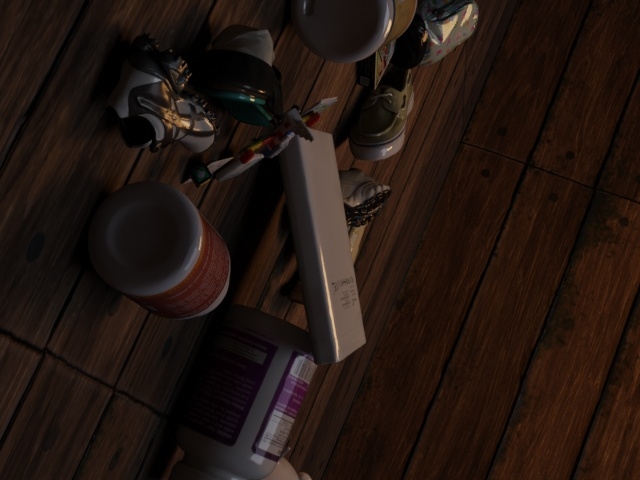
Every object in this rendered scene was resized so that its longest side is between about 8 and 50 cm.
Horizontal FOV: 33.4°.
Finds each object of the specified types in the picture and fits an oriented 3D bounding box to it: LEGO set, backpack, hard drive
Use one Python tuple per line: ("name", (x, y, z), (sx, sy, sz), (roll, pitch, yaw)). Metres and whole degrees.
("LEGO set", (-0.071, -0.107, 1.327), (0.182, 0.060, 0.244), (-33, 179, 19))
("backpack", (0.215, -0.418, 2.053), (0.182, 0.115, 0.152), (-37, 159, -26))
("hard drive", (0.004, 0.003, 1.677), (0.233, 0.047, 0.353), (-9, 90, -77))

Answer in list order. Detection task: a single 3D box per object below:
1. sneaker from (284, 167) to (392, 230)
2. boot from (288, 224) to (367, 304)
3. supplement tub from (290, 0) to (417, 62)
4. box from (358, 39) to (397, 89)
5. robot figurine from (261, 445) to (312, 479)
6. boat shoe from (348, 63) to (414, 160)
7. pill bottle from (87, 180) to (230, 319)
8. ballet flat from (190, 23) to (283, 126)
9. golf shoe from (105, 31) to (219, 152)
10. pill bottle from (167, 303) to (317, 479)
("sneaker", (0.015, -0.069, 1.921), (0.271, 0.108, 0.100), (-21, 147, -53))
("boot", (0.022, 0.028, 2.083), (0.262, 0.095, 0.204), (-20, 130, -77))
("supplement tub", (0.054, -0.336, 1.495), (0.200, 0.144, 0.144), (-46, 154, -62))
("box", (0.104, -0.377, 1.909), (0.207, 0.036, 0.114), (87, 26, -62))
("robot figurine", (-0.144, 0.507, 1.900), (0.299, 0.199, 0.354), (-16, 133, -39))
("boat shoe", (0.118, -0.255, 2.072), (0.302, 0.109, 0.094), (-68, 156, -55))
("pill bottle", (-0.166, 0.021, 1.172), (0.216, 0.121, 0.121), (64, 48, -74))
("ballet flat", (-0.092, -0.196, 1.240), (0.280, 0.095, 0.096), (-8, 108, -88))
("golf shoe", (-0.166, -0.125, 1.077), (0.094, 0.077, 0.198), (-55, 159, -11))
("pill bottle", (-0.124, 0.266, 1.661), (0.169, 0.169, 0.302), (64, 49, -74))
